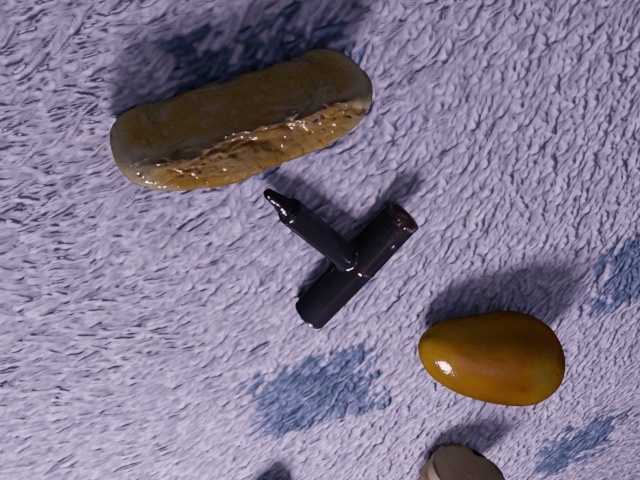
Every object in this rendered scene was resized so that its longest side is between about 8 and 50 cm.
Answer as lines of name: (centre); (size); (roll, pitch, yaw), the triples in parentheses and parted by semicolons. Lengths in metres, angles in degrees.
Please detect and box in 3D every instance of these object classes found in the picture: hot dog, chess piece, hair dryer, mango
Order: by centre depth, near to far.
hot dog: (-0.068, -0.102, 0.889); (0.243, 0.084, 0.073); (-21, 138, -13)
hair dryer: (-0.013, 0.009, 1.071); (0.195, 0.050, 0.173); (23, 116, -39)
mango: (0.236, 0.155, 1.320); (0.253, 0.113, 0.138); (18, 124, -34)
chess piece: (0.158, 0.471, 1.605); (0.307, 0.124, 0.139); (-54, 165, 30)
